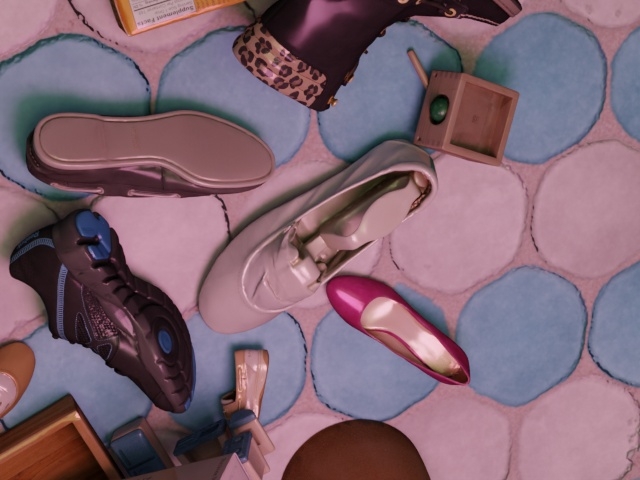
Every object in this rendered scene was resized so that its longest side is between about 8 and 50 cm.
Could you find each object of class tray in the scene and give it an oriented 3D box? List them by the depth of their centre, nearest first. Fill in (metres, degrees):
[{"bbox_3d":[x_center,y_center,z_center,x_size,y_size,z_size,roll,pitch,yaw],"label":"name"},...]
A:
[{"bbox_3d":[-0.478,0.409,1.913,0.411,0.076,0.203,-30,112,-7],"label":"tray"}]

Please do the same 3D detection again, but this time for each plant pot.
[{"bbox_3d":[0.081,0.421,1.985,0.237,0.254,0.237,-4,107,-14],"label":"plant pot"}]

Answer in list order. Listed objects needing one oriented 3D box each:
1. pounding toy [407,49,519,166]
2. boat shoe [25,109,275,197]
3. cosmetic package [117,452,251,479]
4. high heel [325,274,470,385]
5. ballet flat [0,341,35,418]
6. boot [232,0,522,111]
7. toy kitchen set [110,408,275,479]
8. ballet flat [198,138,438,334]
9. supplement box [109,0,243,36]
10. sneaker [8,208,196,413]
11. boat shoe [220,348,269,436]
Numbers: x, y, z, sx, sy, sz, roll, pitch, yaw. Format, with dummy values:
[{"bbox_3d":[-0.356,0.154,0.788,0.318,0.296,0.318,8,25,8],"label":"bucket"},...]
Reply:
[{"bbox_3d":[0.189,-0.188,1.928,0.141,0.100,0.130,14,92,-33],"label":"pounding toy"},{"bbox_3d":[-0.231,-0.112,1.835,0.335,0.095,0.112,4,69,-21],"label":"boat shoe"},{"bbox_3d":[-0.241,0.396,1.783,0.309,0.160,0.113,-18,113,22],"label":"cosmetic package"},{"bbox_3d":[0.116,0.134,1.983,0.244,0.117,0.082,39,92,-23],"label":"high heel"},{"bbox_3d":[-0.474,0.240,1.863,0.232,0.073,0.080,-47,113,0],"label":"ballet flat"},{"bbox_3d":[0.080,-0.303,1.824,0.284,0.138,0.377,-45,150,23],"label":"boot"},{"bbox_3d":[-0.184,0.306,1.885,0.207,0.166,0.122,-27,105,11],"label":"toy kitchen set"},{"bbox_3d":[0.000,0.000,1.904,0.400,0.139,0.139,-37,112,-3],"label":"ballet flat"},{"bbox_3d":[-0.162,-0.341,1.784,0.233,0.078,0.080,-17,113,-11],"label":"supplement box"},{"bbox_3d":[-0.290,0.109,1.876,0.140,0.125,0.341,-21,117,20],"label":"sneaker"},{"bbox_3d":[-0.116,0.235,1.980,0.059,0.063,0.170,9,103,-6],"label":"boat shoe"}]
